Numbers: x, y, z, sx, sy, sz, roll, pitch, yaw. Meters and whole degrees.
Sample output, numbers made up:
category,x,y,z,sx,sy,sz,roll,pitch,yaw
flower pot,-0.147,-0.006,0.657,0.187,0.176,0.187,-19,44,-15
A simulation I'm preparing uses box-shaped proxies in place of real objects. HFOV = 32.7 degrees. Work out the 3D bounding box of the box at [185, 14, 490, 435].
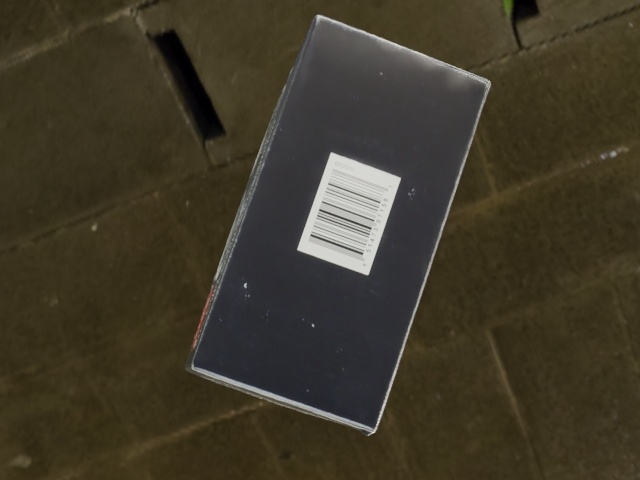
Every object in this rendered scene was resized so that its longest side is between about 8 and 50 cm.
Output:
category,x,y,z,sx,sy,sz,roll,pitch,yaw
box,0.000,0.000,1.107,0.179,0.312,0.343,20,80,-5
